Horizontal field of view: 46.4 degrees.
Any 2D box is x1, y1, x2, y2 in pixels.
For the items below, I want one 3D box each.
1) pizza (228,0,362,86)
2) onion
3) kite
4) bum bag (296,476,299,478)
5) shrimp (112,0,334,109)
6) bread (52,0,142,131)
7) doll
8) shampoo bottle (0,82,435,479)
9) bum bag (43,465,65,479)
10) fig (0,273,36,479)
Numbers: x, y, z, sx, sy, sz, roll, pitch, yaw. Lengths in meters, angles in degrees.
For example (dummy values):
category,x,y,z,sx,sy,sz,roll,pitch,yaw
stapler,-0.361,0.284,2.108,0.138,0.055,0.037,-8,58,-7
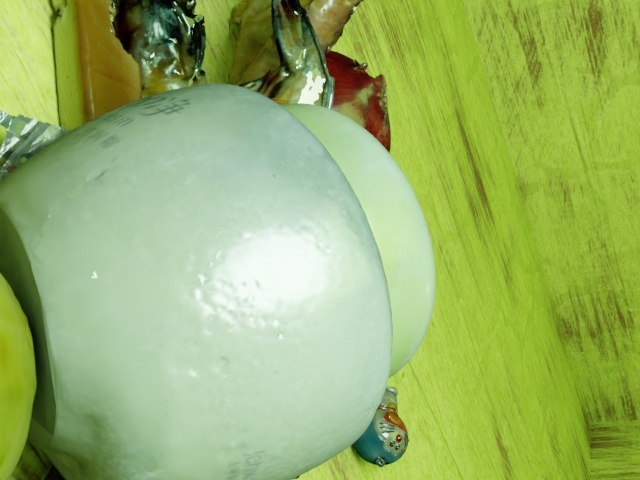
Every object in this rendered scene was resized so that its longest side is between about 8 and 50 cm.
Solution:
category,x,y,z,sx,sy,sz,roll,pitch,yaw
pizza,-0.002,-0.347,0.928,0.080,0.392,0.434,27,48,-29
onion,0.025,-0.184,1.166,0.248,0.161,0.247,1,89,-45
kite,-0.263,-0.062,0.620,0.245,0.015,0.141,38,74,-47
bum bag,-0.052,0.227,0.966,0.159,0.026,0.109,57,32,-37
shrimp,-0.109,-0.214,0.817,0.071,0.233,0.364,39,42,-80
bread,-0.221,-0.143,0.753,0.088,0.049,0.226,10,70,-60
doll,0.093,0.289,1.170,0.114,0.085,0.151,37,33,-22
shampoo bottle,-0.094,0.044,0.599,0.317,0.323,0.322,-24,102,-34
bum bag,-0.171,0.204,0.696,0.123,0.060,0.248,62,28,-22
fig,-0.263,0.083,0.384,0.271,0.240,0.239,48,36,-73
